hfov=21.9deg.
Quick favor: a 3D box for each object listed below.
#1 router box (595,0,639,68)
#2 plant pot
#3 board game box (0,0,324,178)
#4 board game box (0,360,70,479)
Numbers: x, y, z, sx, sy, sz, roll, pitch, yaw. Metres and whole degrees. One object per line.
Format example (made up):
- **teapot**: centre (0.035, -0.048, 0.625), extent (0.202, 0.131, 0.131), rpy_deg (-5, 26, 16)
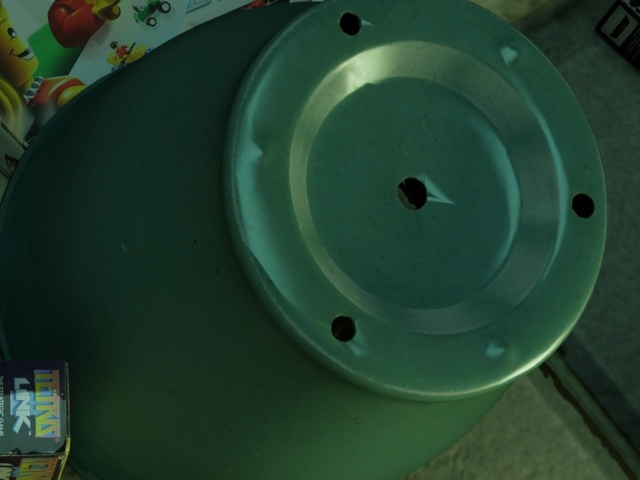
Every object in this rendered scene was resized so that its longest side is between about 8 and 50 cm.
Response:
- **router box**: centre (0.288, -0.156, 1.095), extent (0.133, 0.046, 0.179), rpy_deg (44, 64, 5)
- **plant pot**: centre (0.000, 0.000, 0.810), extent (0.272, 0.255, 0.271), rpy_deg (5, 76, -23)
- **board game box**: centre (-0.101, -0.168, 0.993), extent (0.193, 0.053, 0.305), rpy_deg (45, 65, 6)
- **board game box**: centre (-0.199, 0.104, 0.791), extent (0.141, 0.170, 0.048), rpy_deg (0, 67, -16)
